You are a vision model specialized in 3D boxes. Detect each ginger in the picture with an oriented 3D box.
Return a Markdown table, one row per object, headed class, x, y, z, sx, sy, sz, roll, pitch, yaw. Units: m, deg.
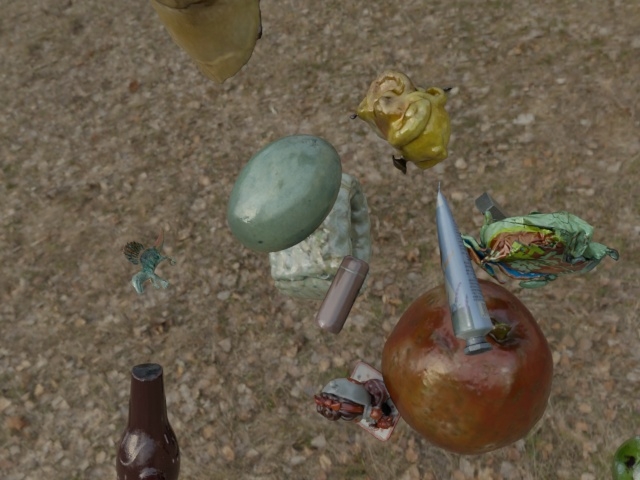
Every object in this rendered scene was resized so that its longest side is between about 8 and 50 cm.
| class | x | y | z | sx | sy | sz | roll | pitch | yaw |
| --- | --- | --- | --- | --- | --- | --- | --- | --- | --- |
| ginger | -0.114 | -0.221 | 0.565 | 0.115 | 0.193 | 0.122 | -8 | 32 | 12 |

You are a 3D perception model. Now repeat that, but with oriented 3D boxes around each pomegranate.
| class | x | y | z | sx | sy | sz | roll | pitch | yaw |
| --- | --- | --- | --- | --- | --- | --- | --- | --- | --- |
| pomegranate | 0.646 | 0.416 | 1.202 | 0.187 | 0.225 | 0.187 | 3 | 6 | 0 |

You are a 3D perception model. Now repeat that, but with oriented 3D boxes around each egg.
| class | x | y | z | sx | sy | sz | roll | pitch | yaw |
| --- | --- | --- | --- | --- | --- | --- | --- | --- | --- |
| egg | -0.062 | -0.084 | 1.131 | 0.169 | 0.169 | 0.236 | 31 | 80 | 42 |

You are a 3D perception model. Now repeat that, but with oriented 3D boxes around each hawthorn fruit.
| class | x | y | z | sx | sy | sz | roll | pitch | yaw |
| --- | --- | --- | --- | --- | --- | --- | --- | --- | --- |
| hawthorn fruit | 0.349 | 0.278 | 1.475 | 0.403 | 0.403 | 0.403 | -10 | 40 | 8 |

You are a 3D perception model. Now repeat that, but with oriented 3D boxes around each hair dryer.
| class | x | y | z | sx | sy | sz | roll | pitch | yaw |
| --- | --- | --- | --- | --- | --- | --- | --- | --- | --- |
| hair dryer | -0.294 | 0.432 | 1.152 | 0.123 | 0.312 | 0.340 | -4 | 27 | -21 |

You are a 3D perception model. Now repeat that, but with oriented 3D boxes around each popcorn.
| class | x | y | z | sx | sy | sz | roll | pitch | yaw |
| --- | --- | --- | --- | --- | --- | --- | --- | --- | --- |
| popcorn | 0.265 | -0.357 | 1.863 | 0.281 | 0.316 | 0.297 | -38 | 2 | 6 |

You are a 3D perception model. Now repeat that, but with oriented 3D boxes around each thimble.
| class | x | y | z | sx | sy | sz | roll | pitch | yaw |
| --- | --- | --- | --- | --- | --- | --- | --- | --- | --- |
| thimble | 0.000 | 0.000 | 1.455 | 0.195 | 0.291 | 0.291 | -3 | 41 | 18 |

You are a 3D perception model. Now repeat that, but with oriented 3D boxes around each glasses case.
| class | x | y | z | sx | sy | sz | roll | pitch | yaw |
| --- | --- | --- | --- | --- | --- | --- | --- | --- | --- |
| glasses case | 0.508 | -0.047 | 1.772 | 0.047 | 0.205 | 0.071 | -40 | 31 | 21 |

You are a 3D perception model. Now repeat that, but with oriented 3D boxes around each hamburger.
| class | x | y | z | sx | sy | sz | roll | pitch | yaw |
| --- | --- | --- | --- | --- | --- | --- | --- | --- | --- |
| hamburger | 0.435 | -0.004 | 1.309 | 0.260 | 0.276 | 0.150 | -23 | 58 | 49 |

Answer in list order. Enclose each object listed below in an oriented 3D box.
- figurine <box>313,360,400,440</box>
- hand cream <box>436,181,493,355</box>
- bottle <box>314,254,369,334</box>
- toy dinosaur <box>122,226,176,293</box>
| class | x | y | z | sx | sy | sz | roll | pitch | yaw |
| --- | --- | --- | --- | --- | --- | --- | --- | --- | --- |
| figurine | 0.079 | 0.417 | 1.657 | 0.183 | 0.226 | 0.160 | 28 | 97 | 36 |
| hand cream | 0.216 | 0.045 | 1.014 | 0.058 | 0.091 | 0.271 | -13 | 69 | 9 |
| bottle | 0.039 | 0.097 | 1.156 | 0.053 | 0.053 | 0.140 | 23 | 87 | 38 |
| toy dinosaur | -0.328 | 0.032 | 1.216 | 0.044 | 0.106 | 0.187 | -33 | 54 | 29 |
